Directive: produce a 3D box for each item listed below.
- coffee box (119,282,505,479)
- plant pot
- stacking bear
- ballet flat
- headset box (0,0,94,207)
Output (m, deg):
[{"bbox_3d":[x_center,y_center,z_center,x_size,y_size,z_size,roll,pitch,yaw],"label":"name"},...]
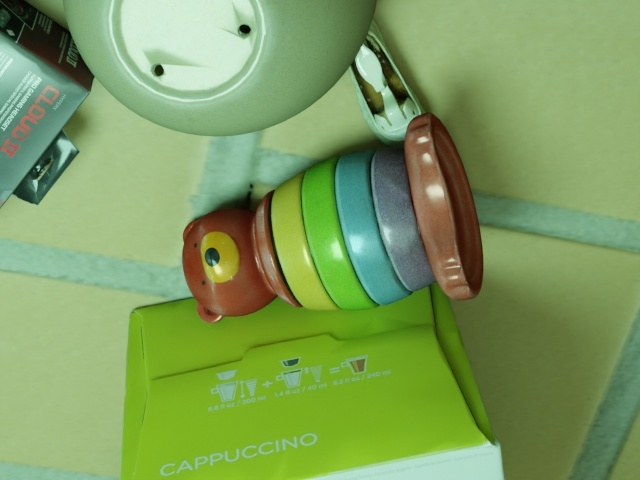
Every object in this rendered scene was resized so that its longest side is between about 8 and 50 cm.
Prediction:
[{"bbox_3d":[0.000,0.258,1.287,0.337,0.338,0.334,-11,119,0],"label":"coffee box"},{"bbox_3d":[-0.095,-0.203,1.080,0.284,0.191,0.284,2,115,4],"label":"plant pot"},{"bbox_3d":[0.000,0.000,1.251,0.289,0.164,0.175,-14,86,16],"label":"stacking bear"},{"bbox_3d":[0.058,-0.142,1.233,0.057,0.052,0.168,-28,118,10],"label":"ballet flat"},{"bbox_3d":[-0.359,-0.140,1.164,0.293,0.110,0.218,35,110,-21],"label":"headset box"}]
